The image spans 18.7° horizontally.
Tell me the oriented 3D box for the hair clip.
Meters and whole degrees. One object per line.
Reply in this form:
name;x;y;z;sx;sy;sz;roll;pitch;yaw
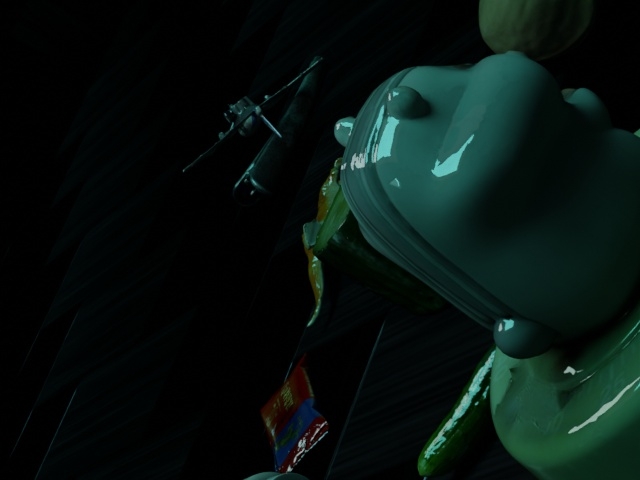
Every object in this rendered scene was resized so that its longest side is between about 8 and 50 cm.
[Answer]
hair clip;-0.037;-0.144;2.450;0.070;0.039;0.229;-26;32;60

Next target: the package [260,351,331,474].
package;-0.026;0.173;1.878;0.083;0.022;0.200;-55;15;12

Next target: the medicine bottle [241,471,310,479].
medicine bottle;-0.056;0.250;1.728;0.140;0.079;0.079;-32;31;56

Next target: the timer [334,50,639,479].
timer;0.153;0.002;1.161;0.291;0.315;0.291;-51;17;23

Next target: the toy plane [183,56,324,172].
toy plane;-0.087;-0.153;2.435;0.226;0.058;0.226;-39;11;-7

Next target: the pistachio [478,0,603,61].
pistachio;0.204;-0.220;1.782;0.149;0.113;0.113;119;172;-55

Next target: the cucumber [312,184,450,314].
cucumber;0.080;-0.025;1.762;0.191;0.130;0.191;-56;10;15

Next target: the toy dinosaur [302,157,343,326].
toy dinosaur;0.000;-0.002;2.053;0.212;0.057;0.142;-62;6;-16

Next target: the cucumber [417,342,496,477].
cucumber;0.126;0.124;1.504;0.155;0.037;0.037;-58;17;9
